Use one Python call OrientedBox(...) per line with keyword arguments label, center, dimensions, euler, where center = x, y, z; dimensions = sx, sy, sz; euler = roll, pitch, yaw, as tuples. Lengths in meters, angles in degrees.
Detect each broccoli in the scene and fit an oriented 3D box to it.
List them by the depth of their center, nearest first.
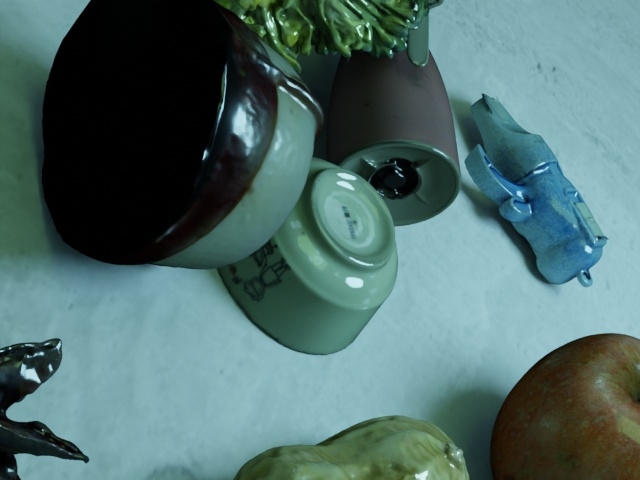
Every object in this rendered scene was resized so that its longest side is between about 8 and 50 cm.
OrientedBox(label="broccoli", center=(-0.033, -0.312, 1.846), dimensions=(0.245, 0.288, 0.248), euler=(61, 29, -67))

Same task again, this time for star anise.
OrientedBox(label="star anise", center=(-0.322, 0.149, 1.354), dimensions=(0.282, 0.129, 0.212), euler=(-26, 76, -42))

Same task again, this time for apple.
OrientedBox(label="apple", center=(0.301, 0.228, 1.845), dimensions=(0.253, 0.253, 0.253), euler=(25, 47, -30))

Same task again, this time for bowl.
OrientedBox(label="bowl", center=(0.000, 0.000, 1.788), dimensions=(0.211, 0.112, 0.211), euler=(24, 48, -29))

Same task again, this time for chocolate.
OrientedBox(label="chocolate", center=(-0.118, -0.101, 1.626), dimensions=(0.186, 0.283, 0.284), euler=(11, 55, -42))

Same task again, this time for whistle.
OrientedBox(label="whistle", center=(0.260, -0.059, 2.116), dimensions=(0.180, 0.093, 0.269), euler=(-3, 59, -53))

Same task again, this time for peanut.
OrientedBox(label="peanut", center=(0.024, 0.241, 1.599), dimensions=(0.325, 0.153, 0.140), euler=(-4, 79, -55))

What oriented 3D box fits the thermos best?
OrientedBox(label="thermos", center=(0.081, -0.170, 1.946), dimensions=(0.146, 0.176, 0.265), euler=(11, 53, -17))
